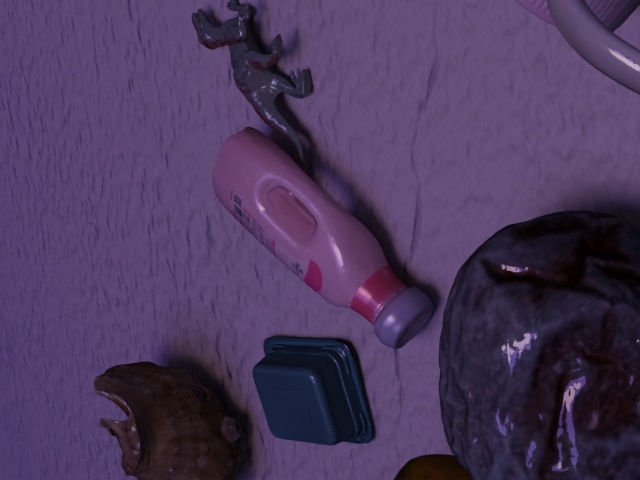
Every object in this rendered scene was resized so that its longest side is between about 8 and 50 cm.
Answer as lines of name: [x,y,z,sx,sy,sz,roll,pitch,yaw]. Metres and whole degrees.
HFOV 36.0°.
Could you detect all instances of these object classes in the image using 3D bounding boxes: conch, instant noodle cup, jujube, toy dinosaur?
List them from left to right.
conch: [-0.234,0.290,1.535,0.263,0.186,0.324,50,162,34]
toy dinosaur: [-0.081,-0.203,1.265,0.167,0.053,0.242,-15,97,48]
instant noodle cup: [-0.019,0.218,1.378,0.179,0.070,0.157,-4,106,44]
jujube: [0.237,0.122,0.966,0.246,0.215,0.308,10,105,2]

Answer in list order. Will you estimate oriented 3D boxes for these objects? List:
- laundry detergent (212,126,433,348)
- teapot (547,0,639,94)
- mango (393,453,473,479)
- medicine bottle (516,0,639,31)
laundry detergent: [0.000,0.000,1.243,0.335,0.088,0.159,42,151,22]
teapot: [0.368,-0.145,0.687,0.424,0.280,0.252,15,150,10]
mango: [0.231,0.379,1.070,0.378,0.221,0.264,34,147,20]
medicine bottle: [0.263,-0.314,0.795,0.165,0.165,0.273,49,134,17]
